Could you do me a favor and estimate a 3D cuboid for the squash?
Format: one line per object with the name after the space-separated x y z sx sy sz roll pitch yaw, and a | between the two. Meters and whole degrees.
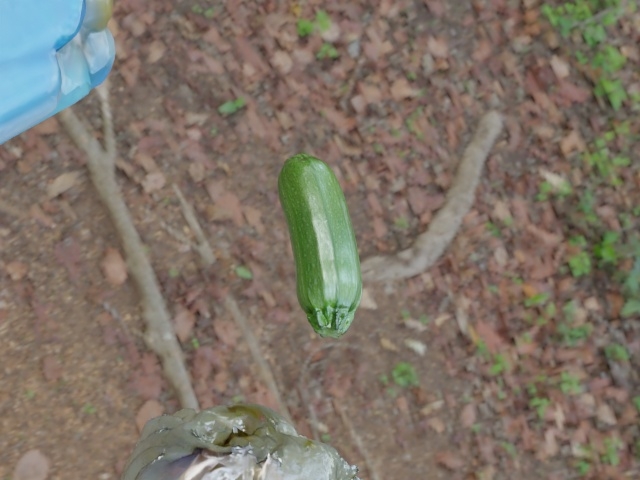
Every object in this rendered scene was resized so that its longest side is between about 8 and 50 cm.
0.000 0.000 1.257 0.068 0.077 0.219 34 42 -56 | squash

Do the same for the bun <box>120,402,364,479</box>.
-0.098 0.290 1.297 0.281 0.281 0.205 -54 142 -46 | bun

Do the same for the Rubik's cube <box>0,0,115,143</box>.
-0.316 -0.126 0.377 0.351 0.347 0.352 -34 108 -26 | Rubik's cube
